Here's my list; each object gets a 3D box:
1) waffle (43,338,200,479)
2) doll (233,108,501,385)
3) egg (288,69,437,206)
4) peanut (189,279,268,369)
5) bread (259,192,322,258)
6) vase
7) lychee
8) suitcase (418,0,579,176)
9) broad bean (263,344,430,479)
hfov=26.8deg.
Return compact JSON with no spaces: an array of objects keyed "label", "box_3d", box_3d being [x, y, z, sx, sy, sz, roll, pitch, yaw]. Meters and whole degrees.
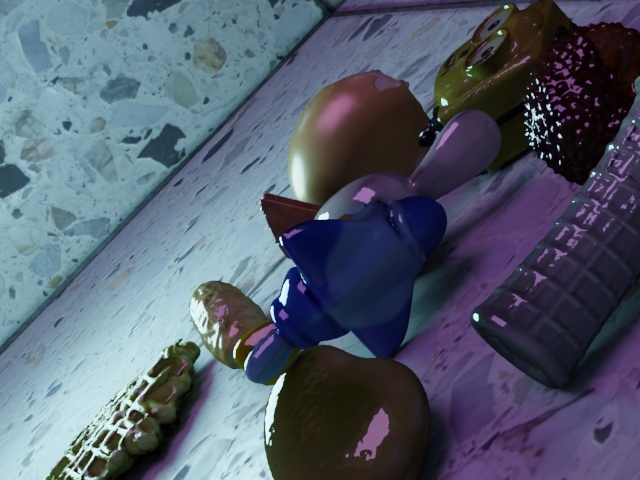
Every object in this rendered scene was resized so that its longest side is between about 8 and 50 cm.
[{"label":"waffle","box_3d":[-0.311,0.289,2.096,0.297,0.073,0.317,-35,19,31]},{"label":"doll","box_3d":[0.054,0.029,1.703,0.365,0.187,0.376,-52,-11,-51]},{"label":"egg","box_3d":[0.054,-0.137,2.026,0.244,0.201,0.201,-52,16,0]},{"label":"peanut","box_3d":[-0.138,0.121,2.025,0.101,0.117,0.263,-25,12,-7]},{"label":"bread","box_3d":[0.000,0.000,1.978,0.067,0.192,0.119,-72,-6,-48]},{"label":"vase","box_3d":[0.274,-0.006,1.288,0.299,0.143,0.143,-50,17,-9]},{"label":"lychee","box_3d":[0.304,-0.140,1.483,0.188,0.188,0.188,-41,17,15]},{"label":"suitcase","box_3d":[0.250,-0.213,1.828,0.235,0.143,0.194,-33,20,34]},{"label":"broad bean","box_3d":[0.023,0.200,1.423,0.189,0.121,0.263,-51,19,-6]}]
